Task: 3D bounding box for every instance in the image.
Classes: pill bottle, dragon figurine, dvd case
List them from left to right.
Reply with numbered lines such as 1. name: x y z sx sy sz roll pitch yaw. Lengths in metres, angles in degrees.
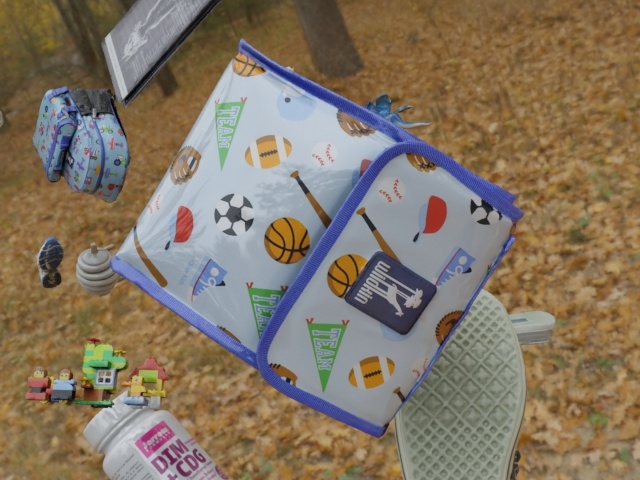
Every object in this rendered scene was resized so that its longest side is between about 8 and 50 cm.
1. pill bottle: -0.300 0.422 1.396 0.160 0.283 0.160 -43 -10 -10
2. dvd case: -0.229 -0.314 1.070 0.221 0.018 0.164 -42 48 19
3. dragon figurine: 0.165 -0.292 1.767 0.289 0.085 0.144 -21 51 65

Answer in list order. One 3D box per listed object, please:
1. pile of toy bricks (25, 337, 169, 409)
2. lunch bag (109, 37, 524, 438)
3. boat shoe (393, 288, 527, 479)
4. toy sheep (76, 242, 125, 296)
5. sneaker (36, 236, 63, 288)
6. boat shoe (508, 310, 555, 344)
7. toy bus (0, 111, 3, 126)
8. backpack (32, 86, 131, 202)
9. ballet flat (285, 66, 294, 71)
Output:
1. pile of toy bricks: -0.354 0.207 1.184 0.212 0.105 0.118 1 -19 2
2. lunch bag: 0.000 0.000 0.900 0.328 0.385 0.239 -58 -13 5
3. boat shoe: 0.198 0.315 1.067 0.186 0.500 0.156 -1 -15 6
4. toy sheep: -0.421 0.054 1.420 0.091 0.132 0.091 1 37 0
5. sneaker: -0.571 0.037 1.558 0.052 0.135 0.058 -12 50 -35
6. boat shoe: 0.437 0.221 1.749 0.227 0.081 0.079 -5 25 -4
7. toy bus: -0.599 -0.246 1.230 0.104 0.191 0.202 -15 29 26
8. backpack: -0.389 -0.150 1.239 0.117 0.173 0.158 -4 -39 -40
9. ballet flat: -0.026 -0.223 1.282 0.077 0.091 0.241 -35 -21 11
